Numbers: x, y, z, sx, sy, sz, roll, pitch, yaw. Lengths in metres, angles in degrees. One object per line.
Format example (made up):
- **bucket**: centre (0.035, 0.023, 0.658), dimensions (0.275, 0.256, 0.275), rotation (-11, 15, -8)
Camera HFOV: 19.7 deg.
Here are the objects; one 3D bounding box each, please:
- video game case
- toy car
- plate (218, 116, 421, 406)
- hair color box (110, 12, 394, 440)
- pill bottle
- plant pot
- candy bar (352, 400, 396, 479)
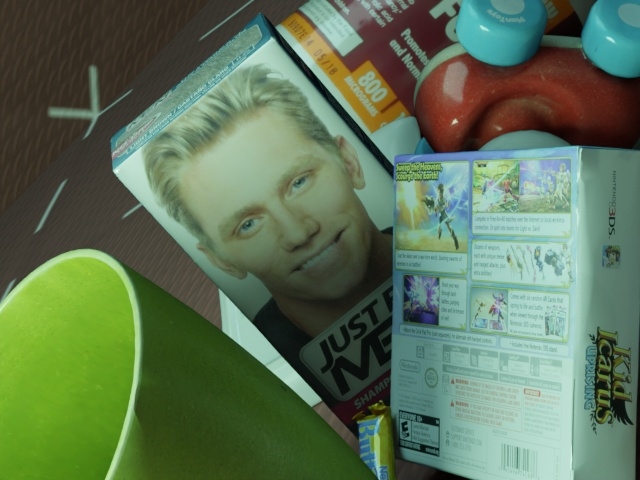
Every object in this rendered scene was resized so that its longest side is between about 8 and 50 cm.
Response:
- **video game case**: centre (0.139, 0.055, 1.367), dimensions (0.061, 0.244, 0.269), rotation (0, 2, -26)
- **toy car**: centre (0.190, -0.055, 1.537), dimensions (0.219, 0.210, 0.238), rotation (107, 164, -47)
- **plate**: centre (-0.006, 0.031, 1.821), dimensions (0.278, 0.045, 0.277), rotation (-33, 43, 26)
- **hair color box**: centre (0.000, 0.000, 1.550), dimensions (0.174, 0.347, 0.105), rotation (-40, 18, 7)
- **pill bottle**: centre (0.157, -0.249, 1.992), dimensions (0.392, 0.224, 0.224), rotation (-38, 18, 1)
- **plant pot**: centre (-0.098, 0.186, 1.352), dimensions (0.275, 0.293, 0.275), rotation (-32, 45, 38)
- **candy bar**: centre (0.044, 0.202, 1.436), dimensions (0.040, 0.018, 0.161), rotation (-29, 51, 39)
